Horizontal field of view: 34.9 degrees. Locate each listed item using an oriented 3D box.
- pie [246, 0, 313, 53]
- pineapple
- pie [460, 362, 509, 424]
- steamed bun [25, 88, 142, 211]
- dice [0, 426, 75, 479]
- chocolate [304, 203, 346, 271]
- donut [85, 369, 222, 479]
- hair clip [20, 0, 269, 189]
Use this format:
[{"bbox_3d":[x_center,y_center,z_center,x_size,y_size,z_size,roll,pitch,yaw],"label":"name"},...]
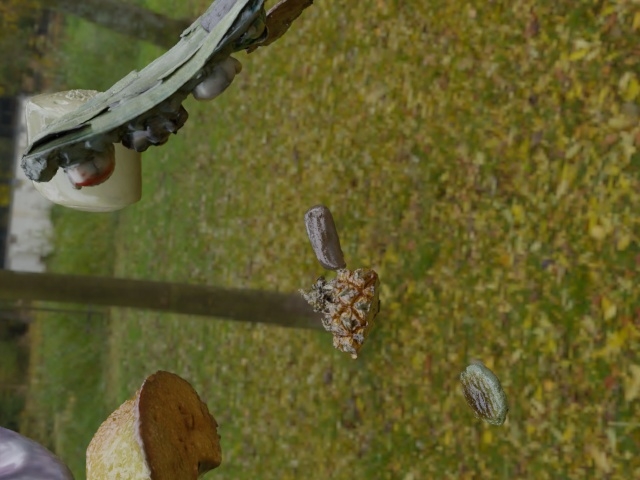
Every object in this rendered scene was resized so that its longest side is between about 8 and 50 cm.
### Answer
[{"bbox_3d":[-0.064,-0.369,1.676,0.191,0.088,0.033,-41,80,19],"label":"pie"},{"bbox_3d":[0.028,0.074,1.243,0.114,0.077,0.114,24,115,28],"label":"pineapple"},{"bbox_3d":[0.195,0.184,1.209,0.084,0.020,0.084,49,151,38],"label":"pie"},{"bbox_3d":[-0.408,-0.148,1.706,0.250,0.155,0.199,23,115,50],"label":"steamed bun"},{"bbox_3d":[-0.340,0.313,0.810,0.270,0.271,0.270,-130,51,-60],"label":"dice"},{"bbox_3d":[0.000,0.000,1.453,0.064,0.031,0.100,-2,104,66],"label":"chocolate"},{"bbox_3d":[-0.214,0.427,1.557,0.435,0.163,0.378,57,-171,10],"label":"donut"},{"bbox_3d":[-0.170,-0.155,1.085,0.091,0.321,0.138,54,-179,-20],"label":"hair clip"}]
